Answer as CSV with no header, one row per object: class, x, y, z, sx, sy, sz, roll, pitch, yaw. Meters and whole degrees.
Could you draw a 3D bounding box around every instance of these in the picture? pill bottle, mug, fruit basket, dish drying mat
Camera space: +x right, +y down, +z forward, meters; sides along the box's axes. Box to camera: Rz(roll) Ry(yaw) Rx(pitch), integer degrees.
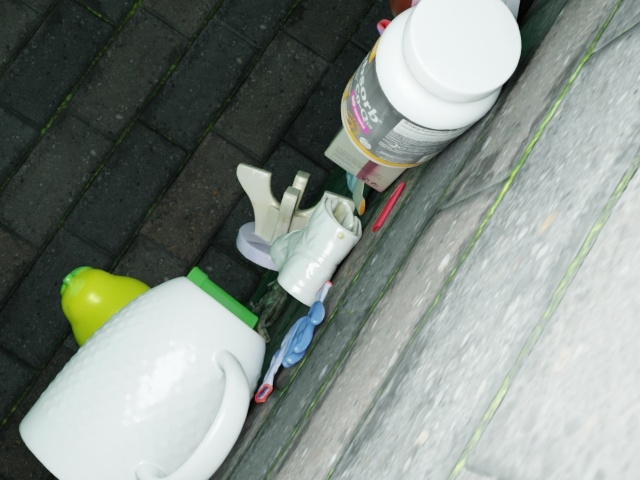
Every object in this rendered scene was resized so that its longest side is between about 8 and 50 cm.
pill bottle,0.132,-0.199,1.130,0.162,0.162,0.278,-57,4,-16
mug,-0.227,0.244,1.357,0.328,0.276,0.374,-52,30,-8
fruit basket,-0.346,0.213,1.764,0.392,0.392,0.283,-61,-9,-49
dish drying mat,0.102,-0.051,1.367,0.083,0.008,0.032,-58,5,-20

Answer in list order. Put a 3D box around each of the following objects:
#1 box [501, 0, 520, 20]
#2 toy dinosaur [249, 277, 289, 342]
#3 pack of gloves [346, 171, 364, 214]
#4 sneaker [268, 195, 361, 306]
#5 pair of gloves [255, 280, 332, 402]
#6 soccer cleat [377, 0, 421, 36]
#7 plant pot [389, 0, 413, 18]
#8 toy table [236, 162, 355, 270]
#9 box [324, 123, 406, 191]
box,0.245,-0.367,1.382,0.231,0.056,0.183,165,116,-83
toy dinosaur,-0.107,0.145,1.916,0.118,0.064,0.268,-44,14,37
pack of gloves,0.092,-0.179,1.744,0.232,0.046,0.195,-105,22,-66
sneaker,0.000,0.000,1.568,0.169,0.108,0.292,-54,14,6
pair of gloves,-0.034,0.147,1.329,0.198,0.023,0.159,-53,7,46
soccer cleat,0.235,-0.422,1.633,0.318,0.116,0.108,-31,14,42
plant pot,0.264,-0.571,1.926,0.272,0.272,0.265,-57,-4,-16
toy table,-0.070,-0.048,1.873,0.274,0.252,0.160,-110,37,-71
box,0.120,-0.199,1.485,0.148,0.127,0.232,-57,5,-20
